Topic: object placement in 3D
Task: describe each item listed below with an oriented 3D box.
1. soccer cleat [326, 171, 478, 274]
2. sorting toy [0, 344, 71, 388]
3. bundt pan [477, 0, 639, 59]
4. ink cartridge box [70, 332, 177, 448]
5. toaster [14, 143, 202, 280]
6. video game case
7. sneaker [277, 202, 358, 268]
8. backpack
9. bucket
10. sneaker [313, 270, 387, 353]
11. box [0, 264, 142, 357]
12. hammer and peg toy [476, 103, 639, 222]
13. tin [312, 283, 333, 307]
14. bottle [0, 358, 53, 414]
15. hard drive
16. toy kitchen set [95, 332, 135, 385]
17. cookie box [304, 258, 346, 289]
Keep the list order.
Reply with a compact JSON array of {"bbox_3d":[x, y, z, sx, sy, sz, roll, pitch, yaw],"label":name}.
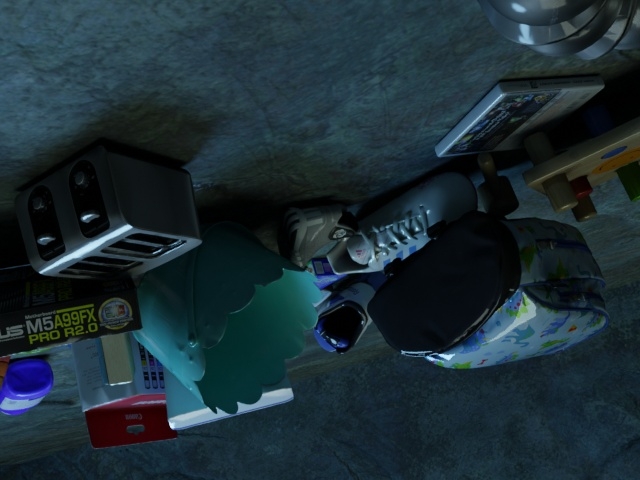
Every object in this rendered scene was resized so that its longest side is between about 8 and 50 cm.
[{"bbox_3d":[0.133,-0.011,1.338,0.143,0.116,0.331,-22,172,-36],"label":"soccer cleat"},{"bbox_3d":[-0.599,0.257,1.581,0.365,0.126,0.127,-22,162,24],"label":"sorting toy"},{"bbox_3d":[0.275,-0.264,0.647,0.331,0.124,0.331,-13,164,-4],"label":"bundt pan"},{"bbox_3d":[-0.338,0.255,1.541,0.130,0.272,0.309,-19,165,18],"label":"ink cartridge box"},{"bbox_3d":[-0.256,-0.028,0.972,0.168,0.110,0.185,-23,162,27],"label":"toaster"},{"bbox_3d":[0.281,-0.177,1.118,0.173,0.022,0.190,-9,163,-23],"label":"video game case"},{"bbox_3d":[0.000,0.000,1.343,0.132,0.086,0.229,-14,163,-12],"label":"sneaker"},{"bbox_3d":[0.308,0.082,1.276,0.355,0.273,0.290,-16,156,-49],"label":"backpack"},{"bbox_3d":[-0.149,0.115,1.227,0.281,0.183,0.281,-41,151,-30],"label":"bucket"},{"bbox_3d":[0.041,0.190,1.823,0.182,0.127,0.315,-40,175,-38],"label":"sneaker"},{"bbox_3d":[-0.378,0.083,1.100,0.216,0.060,0.270,-9,-167,-17],"label":"box"},{"bbox_3d":[0.410,-0.109,1.207,0.361,0.127,0.266,-26,165,24],"label":"hammer and peg toy"},{"bbox_3d":[-0.035,0.133,1.835,0.106,0.040,0.190,-13,164,-24],"label":"tin"},{"bbox_3d":[-0.722,0.358,1.862,0.118,0.092,0.283,-4,161,-31],"label":"bottle"},{"bbox_3d":[-0.183,0.183,1.413,0.210,0.319,0.040,-13,131,-6],"label":"hard drive"},{"bbox_3d":[-0.383,0.146,1.245,0.166,0.122,0.207,-8,-167,-6],"label":"toy kitchen set"},{"bbox_3d":[-0.013,0.075,1.651,0.092,0.040,0.107,0,158,-42],"label":"cookie box"}]
